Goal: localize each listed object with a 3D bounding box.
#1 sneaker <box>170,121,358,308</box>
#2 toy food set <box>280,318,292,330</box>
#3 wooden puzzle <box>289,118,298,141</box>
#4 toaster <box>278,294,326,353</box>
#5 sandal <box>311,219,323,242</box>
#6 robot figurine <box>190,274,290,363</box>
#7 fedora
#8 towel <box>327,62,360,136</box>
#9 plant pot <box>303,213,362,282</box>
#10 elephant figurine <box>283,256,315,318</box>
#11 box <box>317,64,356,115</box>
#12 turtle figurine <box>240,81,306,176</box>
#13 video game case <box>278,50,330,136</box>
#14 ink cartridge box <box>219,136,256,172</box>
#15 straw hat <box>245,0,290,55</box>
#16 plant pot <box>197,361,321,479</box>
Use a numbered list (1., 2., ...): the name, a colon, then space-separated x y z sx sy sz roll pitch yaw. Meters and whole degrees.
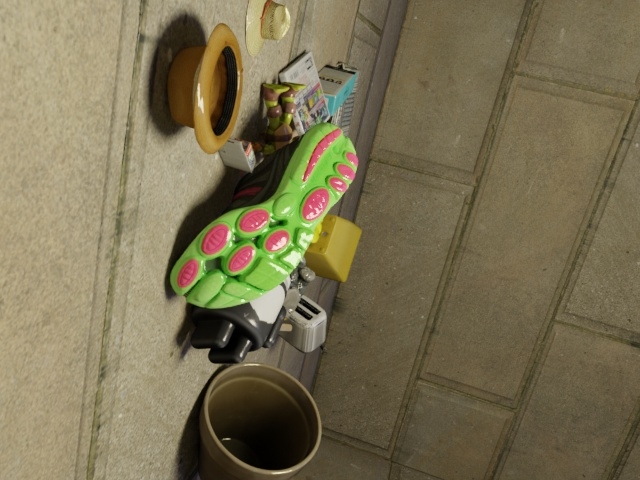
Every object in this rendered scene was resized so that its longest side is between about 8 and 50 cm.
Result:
1. sneaker: -0.109 -0.044 1.120 0.483 0.185 0.202 -46 -161 -26
2. toy food set: -0.139 0.194 1.834 0.128 0.071 0.218 4 100 -53
3. wooden puzzle: -0.102 -0.205 1.452 0.221 0.044 0.239 80 32 -70
4. toaster: -0.065 0.294 1.948 0.129 0.227 0.147 -30 140 -38
5. sandal: -0.047 -0.113 1.648 0.317 0.138 0.126 -64 149 -54
6. robot figurine: -0.170 0.130 1.195 0.209 0.173 0.278 97 13 -52
7. fedora: -0.179 -0.232 0.832 0.194 0.079 0.195 10 90 -81
8. towel: 0.082 -0.479 1.995 0.324 0.056 0.313 -44 149 -70
9. plant pot: 0.000 0.000 1.920 0.187 0.212 0.212 52 54 -63
10. elephant figurine: -0.138 0.144 1.574 0.169 0.186 0.239 -25 -166 40
11. box: 0.026 -0.442 1.596 0.244 0.100 0.060 -60 165 -54
12. turtle figurine: -0.084 -0.251 1.265 0.269 0.087 0.218 -15 122 -41
13. video game case: -0.036 -0.363 1.389 0.201 0.023 0.184 -62 139 -53
14. ink cartridge box: -0.164 -0.176 1.054 0.115 0.062 0.029 83 26 -67
15. straw hat: -0.092 -0.426 1.064 0.144 0.061 0.145 17 90 -80
16. plant pot: -0.198 0.539 1.467 0.280 0.323 0.323 -60 179 33
